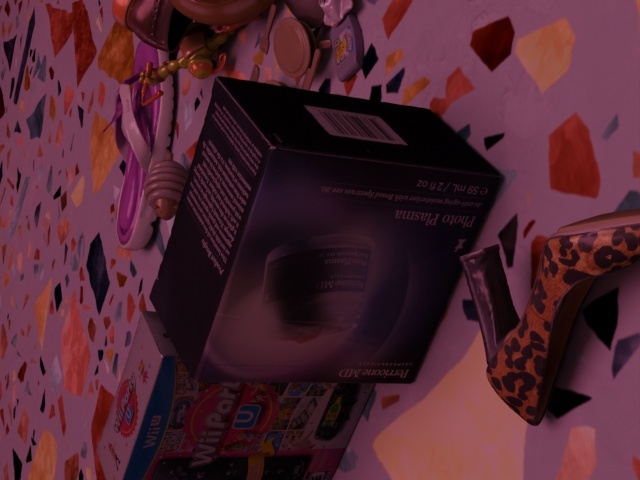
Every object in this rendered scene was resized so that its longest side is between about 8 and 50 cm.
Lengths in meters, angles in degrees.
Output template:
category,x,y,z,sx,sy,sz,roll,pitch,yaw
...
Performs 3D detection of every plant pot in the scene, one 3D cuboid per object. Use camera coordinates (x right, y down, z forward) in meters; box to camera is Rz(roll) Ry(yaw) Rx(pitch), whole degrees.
category,x,y,z,sx,sy,sz,roll,pitch,yaw
plant pot,-0.152,-0.448,1.724,0.236,0.032,0.236,-1,88,16

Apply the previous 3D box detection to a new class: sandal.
category,x,y,z,sx,sy,sz,roll,pitch,yaw
sandal,-0.349,-0.190,2.105,0.169,0.102,0.416,-2,83,60

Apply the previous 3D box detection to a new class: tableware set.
category,x,y,z,sx,sy,sz,roll,pitch,yaw
tableware set,-0.043,-0.235,1.641,0.128,0.039,0.194,50,138,30

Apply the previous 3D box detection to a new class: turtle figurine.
category,x,y,z,sx,sy,sz,roll,pitch,yaw
turtle figurine,-0.200,-0.347,1.894,0.269,0.087,0.217,-34,50,27

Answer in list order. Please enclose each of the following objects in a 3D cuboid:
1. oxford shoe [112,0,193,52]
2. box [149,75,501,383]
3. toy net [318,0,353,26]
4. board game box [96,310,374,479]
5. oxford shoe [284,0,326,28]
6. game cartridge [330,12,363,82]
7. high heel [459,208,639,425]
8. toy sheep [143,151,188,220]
category,x,y,z,sx,sy,sz,roll,pitch,yaw
oxford shoe,-0.176,-0.463,1.810,0.133,0.130,0.363,40,100,20
box,0.000,0.000,1.285,0.183,0.296,0.294,53,131,49
toy net,0.036,-0.404,1.520,0.232,0.045,0.122,-63,37,25
board game box,-0.101,0.207,1.413,0.097,0.303,0.224,54,131,49
oxford shoe,-0.024,-0.401,1.624,0.076,0.076,0.212,-26,77,31
game cartridge,0.037,-0.264,1.540,0.056,0.017,0.083,-36,55,48
high heel,0.255,0.075,1.071,0.261,0.093,0.186,-19,87,49
toy sheep,-0.267,-0.095,1.970,0.091,0.091,0.132,-43,44,49
